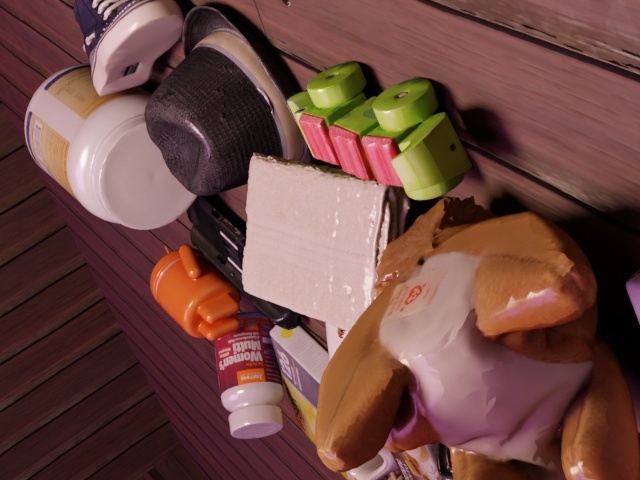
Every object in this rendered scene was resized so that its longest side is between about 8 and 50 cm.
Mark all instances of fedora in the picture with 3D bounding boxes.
[{"bbox_3d":[-0.148,-0.161,1.533,0.334,0.152,0.334,48,159,24],"label":"fedora"}]

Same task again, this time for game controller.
[{"bbox_3d":[-0.142,0.029,1.991,0.319,0.067,0.166,41,147,36],"label":"game controller"}]

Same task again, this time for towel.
[{"bbox_3d":[0.000,0.000,1.342,0.282,0.049,0.187,17,106,49],"label":"towel"}]

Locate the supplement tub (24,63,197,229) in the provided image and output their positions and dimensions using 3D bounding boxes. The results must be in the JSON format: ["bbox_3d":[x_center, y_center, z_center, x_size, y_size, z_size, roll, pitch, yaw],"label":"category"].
[{"bbox_3d":[-0.359,-0.164,1.928,0.316,0.228,0.228,35,152,48],"label":"supplement tub"}]

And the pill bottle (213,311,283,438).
[{"bbox_3d":[-0.136,0.258,2.118,0.121,0.121,0.221,98,164,-63],"label":"pill bottle"}]

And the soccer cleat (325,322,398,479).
[{"bbox_3d":[0.060,0.242,1.703,0.116,0.143,0.331,28,147,55],"label":"soccer cleat"}]

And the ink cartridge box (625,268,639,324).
[{"bbox_3d":[0.412,0.182,0.852,0.330,0.071,0.324,23,142,61],"label":"ink cartridge box"}]

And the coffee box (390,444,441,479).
[{"bbox_3d":[0.160,0.274,1.577,0.141,0.098,0.246,24,143,58],"label":"coffee box"}]

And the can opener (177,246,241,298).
[{"bbox_3d":[-0.245,0.081,2.296,0.283,0.076,0.095,17,137,64],"label":"can opener"}]

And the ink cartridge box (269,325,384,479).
[{"bbox_3d":[-0.010,0.290,2.080,0.307,0.072,0.303,39,155,37],"label":"ink cartridge box"}]

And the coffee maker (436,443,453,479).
[{"bbox_3d":[0.210,0.342,1.457,0.120,0.171,0.178,-123,11,-61],"label":"coffee maker"}]

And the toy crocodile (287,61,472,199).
[{"bbox_3d":[0.052,-0.112,1.193,0.340,0.105,0.115,26,145,57],"label":"toy crocodile"}]

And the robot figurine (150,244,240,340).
[{"bbox_3d":[-0.238,0.097,2.088,0.219,0.128,0.158,39,179,39],"label":"robot figurine"}]

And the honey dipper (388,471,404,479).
[{"bbox_3d":[0.121,0.397,1.992,0.030,0.030,0.160,25,142,57],"label":"honey dipper"}]

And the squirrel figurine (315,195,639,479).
[{"bbox_3d":[0.211,0.155,1.083,0.370,0.281,0.397,43,-166,-18],"label":"squirrel figurine"}]

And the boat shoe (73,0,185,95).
[{"bbox_3d":[-0.309,-0.341,1.683,0.340,0.127,0.158,-26,86,65],"label":"boat shoe"}]

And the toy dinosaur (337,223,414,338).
[{"bbox_3d":[0.095,0.082,1.410,0.322,0.164,0.218,82,165,-81],"label":"toy dinosaur"}]
